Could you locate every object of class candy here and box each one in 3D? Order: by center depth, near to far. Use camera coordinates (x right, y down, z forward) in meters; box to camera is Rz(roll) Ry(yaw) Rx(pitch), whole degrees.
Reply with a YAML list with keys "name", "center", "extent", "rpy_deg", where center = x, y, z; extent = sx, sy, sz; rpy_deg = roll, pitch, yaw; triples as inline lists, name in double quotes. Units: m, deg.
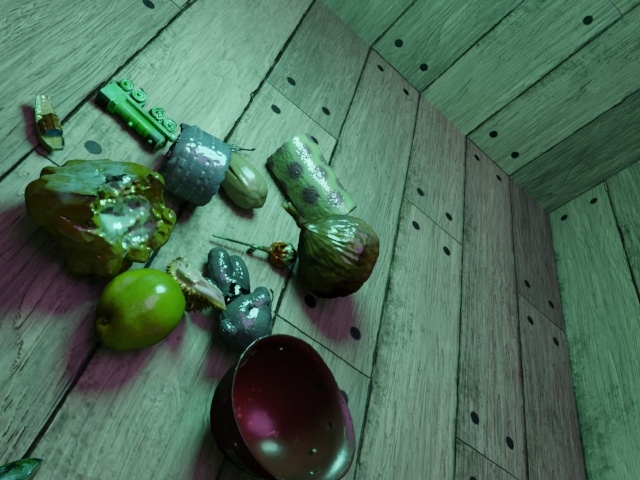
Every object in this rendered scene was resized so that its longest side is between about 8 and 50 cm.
- name: "candy"
  center: [-0.201, 0.021, 1.708]
  extent: [0.288, 0.078, 0.084]
  rpy_deg: [16, 21, -32]

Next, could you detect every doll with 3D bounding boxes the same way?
- name: "doll"
  center: [-0.216, 0.153, 1.519]
  extent: [0.246, 0.158, 0.340]
  rpy_deg: [28, 40, -44]

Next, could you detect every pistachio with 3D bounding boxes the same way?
- name: "pistachio"
  center: [-0.260, -0.196, 1.783]
  extent: [0.226, 0.136, 0.136]
  rpy_deg: [50, 38, 9]

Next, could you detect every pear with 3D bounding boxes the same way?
- name: "pear"
  center: [-0.430, 0.162, 1.288]
  extent: [0.220, 0.187, 0.187]
  rpy_deg: [-26, 81, -45]

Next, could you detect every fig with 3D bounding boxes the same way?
- name: "fig"
  center: [0.000, 0.000, 1.743]
  extent: [0.369, 0.286, 0.286]
  rpy_deg: [42, 39, -22]

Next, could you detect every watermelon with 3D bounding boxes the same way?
- name: "watermelon"
  center: [-0.582, 0.458, 1.013]
  extent: [0.101, 0.080, 0.155]
  rpy_deg: [16, 42, 12]

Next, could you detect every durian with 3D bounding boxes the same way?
- name: "durian"
  center: [-0.330, 0.133, 1.394]
  extent: [0.224, 0.140, 0.078]
  rpy_deg: [23, 20, 35]

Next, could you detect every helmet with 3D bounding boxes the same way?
- name: "helmet"
  center: [-0.123, 0.434, 1.337]
  extent: [0.385, 0.230, 0.337]
  rpy_deg: [45, 39, -21]

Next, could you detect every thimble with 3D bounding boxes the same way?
- name: "thimble"
  center: [-0.372, -0.229, 1.621]
  extent: [0.172, 0.205, 0.236]
  rpy_deg: [31, 44, -23]

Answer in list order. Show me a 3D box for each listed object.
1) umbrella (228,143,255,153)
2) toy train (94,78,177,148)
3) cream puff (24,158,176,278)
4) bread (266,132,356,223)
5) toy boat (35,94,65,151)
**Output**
- name: "umbrella"
  center: [-0.342, -0.310, 1.860]
  extent: [0.269, 0.044, 0.044]
  rpy_deg: [-3, 89, -36]
- name: "toy train"
  center: [-0.552, -0.381, 1.665]
  extent: [0.251, 0.085, 0.119]
  rpy_deg: [43, 45, -8]
- name: "cream puff"
  center: [-0.541, -0.055, 1.328]
  extent: [0.274, 0.269, 0.323]
  rpy_deg: [27, 29, 27]
- name: "bread"
  center: [-0.035, -0.197, 1.950]
  extent: [0.338, 0.187, 0.155]
  rpy_deg: [56, 35, 3]
- name: "toy boat"
  center: [-0.717, -0.308, 1.451]
  extent: [0.065, 0.066, 0.172]
  rpy_deg: [-7, 65, -44]
